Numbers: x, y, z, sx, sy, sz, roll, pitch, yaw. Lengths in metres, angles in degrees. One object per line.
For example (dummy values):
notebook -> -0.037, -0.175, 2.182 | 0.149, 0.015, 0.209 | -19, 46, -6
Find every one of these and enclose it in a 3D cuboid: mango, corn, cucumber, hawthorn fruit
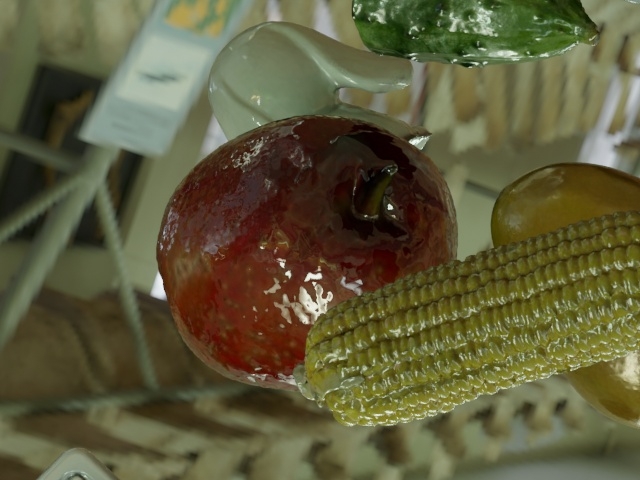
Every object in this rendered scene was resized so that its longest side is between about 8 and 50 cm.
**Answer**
mango -> 0.260, 0.041, 1.414 | 0.254, 0.175, 0.139 | 57, -157, -5
corn -> 0.097, 0.043, 0.902 | 0.238, 0.080, 0.080 | -17, 175, 16
cucumber -> 0.158, -0.221, 1.615 | 0.244, 0.134, 0.134 | 17, -176, 28
hawthorn fruit -> 0.000, 0.000, 1.644 | 0.285, 0.284, 0.369 | 18, 157, -16

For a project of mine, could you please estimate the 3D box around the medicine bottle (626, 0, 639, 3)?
medicine bottle -> 0.334, -0.280, 1.564 | 0.090, 0.090, 0.217 | 19, 169, -9

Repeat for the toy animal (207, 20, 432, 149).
toy animal -> -0.013, -0.138, 2.109 | 0.289, 0.249, 0.174 | 18, 162, 6

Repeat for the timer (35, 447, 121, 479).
timer -> -0.234, 0.351, 1.681 | 0.192, 0.194, 0.195 | 40, 162, 14
